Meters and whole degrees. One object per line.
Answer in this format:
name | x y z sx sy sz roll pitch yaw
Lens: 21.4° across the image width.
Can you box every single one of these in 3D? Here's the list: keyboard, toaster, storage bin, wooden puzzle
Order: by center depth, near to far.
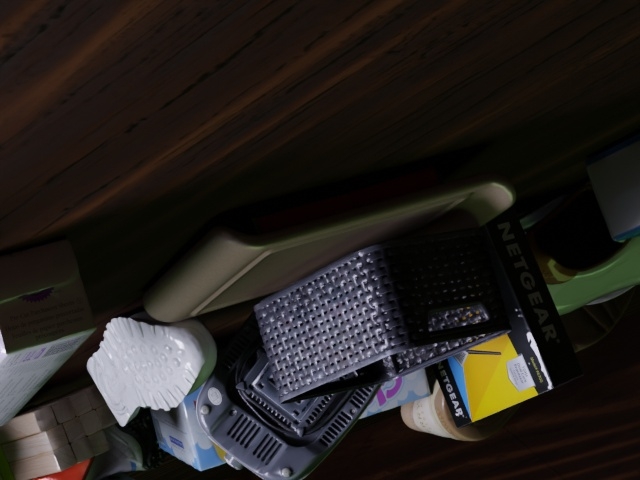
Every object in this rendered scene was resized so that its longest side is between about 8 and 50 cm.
wooden puzzle | 0.000 0.000 1.291 0.239 0.044 0.221 -11 168 -24
storage bin | 0.046 0.060 1.317 0.122 0.084 0.180 -8 168 -37
toaster | -0.006 0.106 1.503 0.227 0.129 0.146 -54 174 1
keyboard | 0.198 -0.008 1.733 0.072 0.014 0.256 -20 172 -34

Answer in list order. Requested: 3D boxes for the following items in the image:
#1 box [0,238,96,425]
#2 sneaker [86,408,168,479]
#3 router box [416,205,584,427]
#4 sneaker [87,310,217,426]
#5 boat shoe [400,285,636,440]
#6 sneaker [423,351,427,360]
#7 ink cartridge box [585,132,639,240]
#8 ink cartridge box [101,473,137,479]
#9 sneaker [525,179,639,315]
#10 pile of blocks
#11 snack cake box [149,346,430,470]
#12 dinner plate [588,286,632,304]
box | -0.227 0.078 1.178 0.067 0.063 0.324 -14 169 -23
sneaker | -0.268 0.251 2.058 0.086 0.085 0.237 1 -175 33
router box | 0.139 0.059 1.471 0.046 0.178 0.133 -15 169 -40
sneaker | -0.129 0.094 1.454 0.095 0.090 0.235 -26 180 -24
boat shoe | 0.219 0.091 1.871 0.341 0.121 0.110 -38 -165 -29
sneaker | 0.101 0.134 2.007 0.105 0.115 0.281 -10 166 -46
ink cartridge box | 0.347 -0.068 1.472 0.191 0.082 0.140 -12 168 -45
ink cartridge box | -0.340 0.358 2.102 0.207 0.117 0.283 -8 -177 -23
sneaker | 0.314 -0.022 1.605 0.290 0.106 0.123 -27 155 -15
pile of blocks | -0.340 0.245 1.682 0.362 0.112 0.149 -21 -179 23
snack cake box | -0.038 0.151 1.783 0.264 0.089 0.152 -16 -173 -19
dinner plate | 0.292 0.007 1.741 0.141 0.141 0.017 -25 125 28
